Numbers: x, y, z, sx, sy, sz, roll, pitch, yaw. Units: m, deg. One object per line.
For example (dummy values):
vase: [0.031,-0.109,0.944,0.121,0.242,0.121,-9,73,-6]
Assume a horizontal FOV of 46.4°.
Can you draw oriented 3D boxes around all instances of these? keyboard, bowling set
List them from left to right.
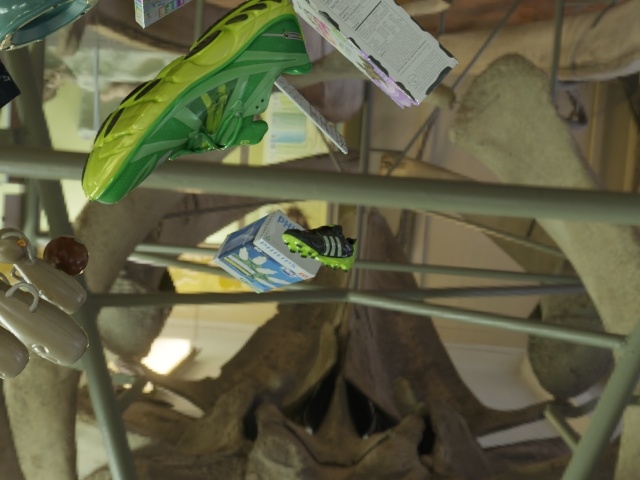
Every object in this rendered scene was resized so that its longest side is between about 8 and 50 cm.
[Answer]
bowling set: [-0.371,0.048,0.851,0.287,0.200,0.154,-20,128,30]
keyboard: [-0.048,-0.231,1.153,0.256,0.014,0.072,42,-168,-21]

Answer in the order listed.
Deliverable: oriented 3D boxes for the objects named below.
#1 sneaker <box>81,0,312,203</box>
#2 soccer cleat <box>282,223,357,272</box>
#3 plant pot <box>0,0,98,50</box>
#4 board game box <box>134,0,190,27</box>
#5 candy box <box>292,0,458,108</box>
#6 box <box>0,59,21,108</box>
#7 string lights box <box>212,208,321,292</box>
sneaker: [-0.118,-0.132,0.774,0.295,0.123,0.109,-44,-153,-14]
soccer cleat: [0.000,0.000,1.259,0.060,0.072,0.179,8,169,39]
plant pot: [-0.466,-0.434,1.099,0.271,0.255,0.271,-29,-169,6]
board game box: [-0.299,-0.499,1.478,0.154,0.026,0.103,-41,166,-25]
candy box: [0.059,-0.249,0.894,0.196,0.070,0.165,41,-174,-6]
box: [-0.395,-0.160,0.686,0.093,0.156,0.158,4,-138,34]
string lights box: [-0.107,0.027,1.532,0.133,0.077,0.259,37,154,-18]
